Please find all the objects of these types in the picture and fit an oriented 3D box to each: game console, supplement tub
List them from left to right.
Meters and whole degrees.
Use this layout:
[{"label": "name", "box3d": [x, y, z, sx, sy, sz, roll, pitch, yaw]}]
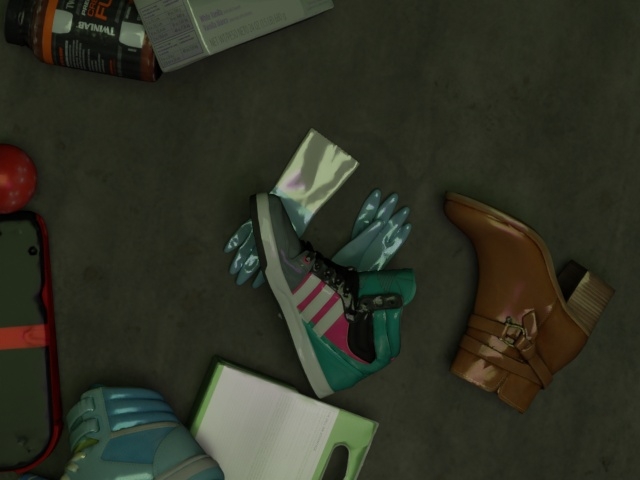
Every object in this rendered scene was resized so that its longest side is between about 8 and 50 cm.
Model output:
[{"label": "game console", "box3d": [-0.533, 0.143, 1.818, 0.387, 0.060, 0.341, -4, 93, -9]}, {"label": "supplement tub", "box3d": [-0.291, -0.263, 1.779, 0.198, 0.106, 0.106, 10, 94, 1]}]

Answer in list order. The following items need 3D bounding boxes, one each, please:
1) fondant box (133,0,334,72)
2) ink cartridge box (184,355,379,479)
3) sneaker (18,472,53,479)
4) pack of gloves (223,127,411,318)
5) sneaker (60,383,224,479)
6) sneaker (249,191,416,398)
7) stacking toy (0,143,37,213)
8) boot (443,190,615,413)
[{"label": "fondant box", "box3d": [-0.144, -0.399, 1.745, 0.238, 0.096, 0.330, -30, 101, -43]}, {"label": "ink cartridge box", "box3d": [-0.063, 0.274, 1.902, 0.235, 0.056, 0.171, 22, 92, -12]}, {"label": "sneaker", "box3d": [-0.401, 0.400, 1.854, 0.081, 0.080, 0.211, 31, 80, -4]}, {"label": "pack of gloves", "box3d": [0.000, 0.000, 1.891, 0.195, 0.046, 0.232, 37, 89, -12]}, {"label": "sneaker", "box3d": [-0.304, 0.303, 1.801, 0.319, 0.127, 0.208, -26, 64, -20]}, {"label": "sneaker", "box3d": [0.029, 0.052, 1.827, 0.178, 0.124, 0.295, -19, 113, 6]}, {"label": "stacking toy", "box3d": [-0.511, -0.120, 1.763, 0.330, 0.141, 0.141, 19, 92, -18]}, {"label": "boot", "box3d": [0.232, 0.082, 1.919, 0.283, 0.109, 0.220, 35, 93, -18]}]
